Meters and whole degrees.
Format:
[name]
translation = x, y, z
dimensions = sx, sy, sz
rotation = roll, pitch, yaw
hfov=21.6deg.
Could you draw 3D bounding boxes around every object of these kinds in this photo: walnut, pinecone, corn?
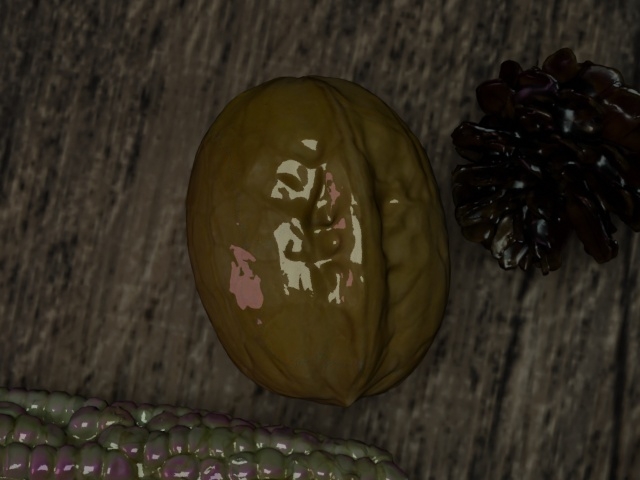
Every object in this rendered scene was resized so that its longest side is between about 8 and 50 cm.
[walnut]
translation = 0.000, 0.000, 1.019
dimensions = 0.159, 0.159, 0.207
rotation = -10, 77, 5
[pinecone]
translation = 0.136, -0.042, 1.013
dimensions = 0.140, 0.140, 0.121
rotation = 38, 57, 9
[corn]
translation = -0.113, 0.153, 1.030
dimensions = 0.335, 0.126, 0.127
rotation = 1, 84, 4
